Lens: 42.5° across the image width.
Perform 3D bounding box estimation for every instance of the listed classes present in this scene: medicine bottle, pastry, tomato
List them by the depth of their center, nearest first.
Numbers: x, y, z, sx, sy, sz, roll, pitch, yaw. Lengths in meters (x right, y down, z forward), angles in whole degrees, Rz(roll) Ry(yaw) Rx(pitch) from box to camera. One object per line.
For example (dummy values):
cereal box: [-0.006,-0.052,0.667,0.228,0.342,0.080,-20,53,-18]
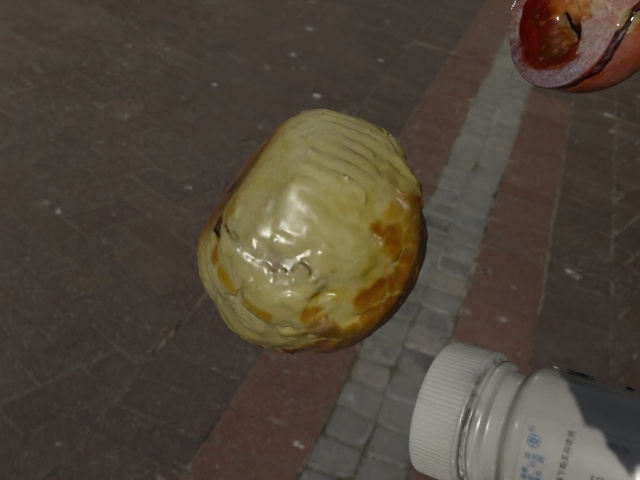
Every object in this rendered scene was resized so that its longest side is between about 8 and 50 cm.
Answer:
medicine bottle: [0.157,0.140,0.569,0.168,0.105,0.105,14,28,29]
tomato: [0.325,-0.271,0.939,0.112,0.228,0.199,15,32,-35]
pastry: [0.000,0.000,1.244,0.313,0.388,0.388,32,29,-13]
